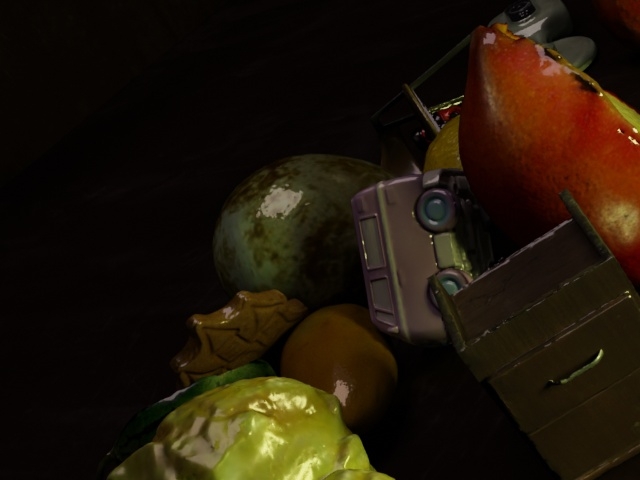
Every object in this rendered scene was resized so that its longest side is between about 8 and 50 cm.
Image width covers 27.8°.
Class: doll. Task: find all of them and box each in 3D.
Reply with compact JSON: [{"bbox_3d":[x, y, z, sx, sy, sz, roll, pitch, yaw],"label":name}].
[{"bbox_3d":[0.262,-0.213,2.050,0.249,0.088,0.127,-26,42,34],"label":"doll"}]

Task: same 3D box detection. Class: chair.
[{"bbox_3d":[0.176,-0.149,1.886,0.247,0.172,0.158,-30,56,2],"label":"chair"}]

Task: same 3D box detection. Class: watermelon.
[{"bbox_3d":[-0.131,0.235,1.490,0.232,0.127,0.204,-23,-20,-37],"label":"watermelon"}]

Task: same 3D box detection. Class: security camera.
[{"bbox_3d":[0.366,-0.335,2.182,0.157,0.080,0.301,-26,25,9],"label":"security camera"}]

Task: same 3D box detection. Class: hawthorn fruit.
[{"bbox_3d":[0.513,-0.372,1.892,0.205,0.205,0.253,-33,11,-6],"label":"hawthorn fruit"}]

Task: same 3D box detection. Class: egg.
[{"bbox_3d":[0.000,0.000,1.715,0.290,0.238,0.238,-17,20,-10],"label":"egg"}]

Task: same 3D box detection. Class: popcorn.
[{"bbox_3d":[-0.051,0.270,1.241,0.276,0.276,0.225,-16,-10,32],"label":"popcorn"}]

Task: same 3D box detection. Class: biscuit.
[{"bbox_3d":[-0.098,0.133,1.562,0.182,0.215,0.034,-47,58,4],"label":"biscuit"}]

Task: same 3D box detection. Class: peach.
[{"bbox_3d":[0.271,-0.075,1.425,0.201,0.362,0.257,-53,15,15],"label":"peach"}]

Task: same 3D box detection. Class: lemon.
[{"bbox_3d":[0.224,-0.076,1.650,0.192,0.192,0.231,-25,18,13],"label":"lemon"}]

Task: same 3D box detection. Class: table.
[{"bbox_3d":[0.234,0.097,1.234,0.169,0.193,0.172,-33,24,9],"label":"table"}]

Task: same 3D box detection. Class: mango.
[{"bbox_3d":[0.021,0.155,1.507,0.139,0.113,0.253,-13,22,3],"label":"mango"}]

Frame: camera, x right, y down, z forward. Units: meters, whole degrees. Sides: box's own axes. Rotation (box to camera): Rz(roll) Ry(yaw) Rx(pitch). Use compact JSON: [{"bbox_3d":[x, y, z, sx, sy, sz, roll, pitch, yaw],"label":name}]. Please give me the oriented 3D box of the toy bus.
[{"bbox_3d":[0.130,0.024,1.516,0.142,0.202,0.142,-12,-6,27],"label":"toy bus"}]
